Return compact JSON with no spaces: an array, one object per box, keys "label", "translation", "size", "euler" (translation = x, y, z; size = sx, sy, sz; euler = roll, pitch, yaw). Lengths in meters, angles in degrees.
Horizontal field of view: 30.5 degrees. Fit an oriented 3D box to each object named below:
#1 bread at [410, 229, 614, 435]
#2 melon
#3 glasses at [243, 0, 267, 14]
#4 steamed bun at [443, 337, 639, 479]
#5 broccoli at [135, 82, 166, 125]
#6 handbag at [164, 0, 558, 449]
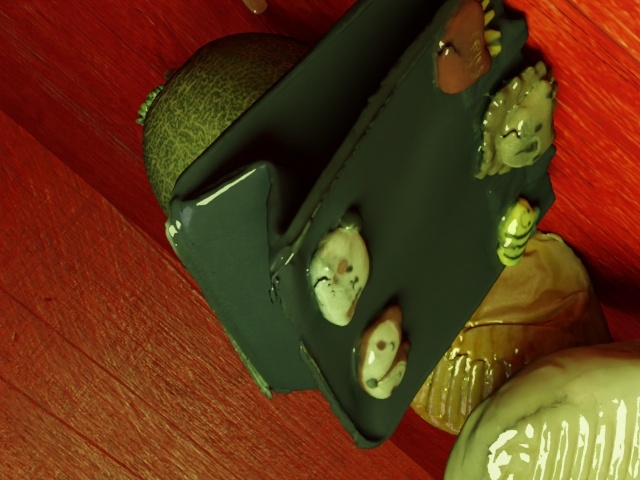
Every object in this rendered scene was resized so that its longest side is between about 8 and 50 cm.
[{"label":"bread","translation":[0.183,0.097,1.221],"size":[0.240,0.240,0.139],"euler":[32,155,32]},{"label":"melon","translation":[-0.031,-0.072,1.225],"size":[0.329,0.249,0.248],"euler":[36,168,-10]},{"label":"glasses","translation":[-0.141,-0.332,1.118],"size":[0.268,0.118,0.234],"euler":[22,170,-14]},{"label":"steamed bun","translation":[0.270,0.218,1.049],"size":[0.219,0.324,0.310],"euler":[-112,2,-76]},{"label":"broccoli","translation":[-0.164,-0.137,1.583],"size":[0.167,0.160,0.154],"euler":[25,174,-25]},{"label":"handbag","translation":[0.063,-0.031,0.907],"size":[0.122,0.329,0.303],"euler":[30,159,32]}]
